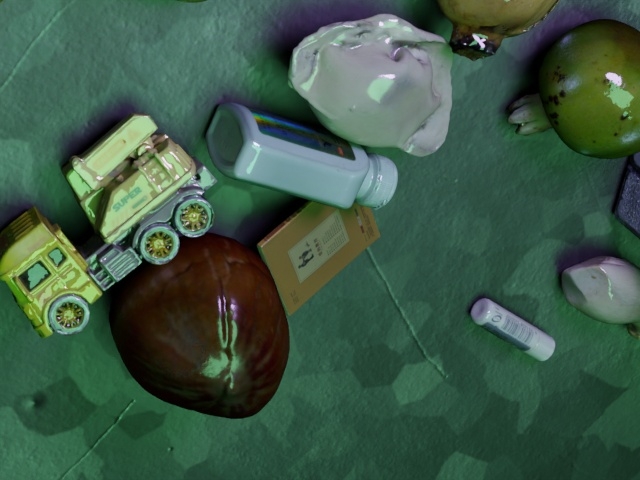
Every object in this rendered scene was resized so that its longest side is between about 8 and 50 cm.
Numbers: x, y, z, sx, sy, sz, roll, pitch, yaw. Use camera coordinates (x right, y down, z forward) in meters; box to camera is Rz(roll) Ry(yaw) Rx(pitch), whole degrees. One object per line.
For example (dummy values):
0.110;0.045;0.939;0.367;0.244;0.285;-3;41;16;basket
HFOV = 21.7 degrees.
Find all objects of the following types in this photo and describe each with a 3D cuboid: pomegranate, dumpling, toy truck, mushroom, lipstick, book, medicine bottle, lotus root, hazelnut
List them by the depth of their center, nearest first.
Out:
-0.258;-0.024;1.936;0.272;0.124;0.157;-39;110;-3;toy truck
0.226;-0.345;1.958;0.160;0.146;0.284;20;100;-11;lotus root
0.067;-0.190;1.978;0.250;0.132;0.162;24;101;-36;dumpling
-0.016;-0.094;2.002;0.229;0.121;0.083;16;109;-31;medicine bottle
-0.131;0.113;2.008;0.229;0.229;0.229;-11;121;-18;hazelnut
0.000;0.000;2.093;0.172;0.012;0.118;-40;129;-26;book
0.333;-0.179;2.096;0.210;0.180;0.180;-23;130;25;pomegranate
0.264;0.123;2.300;0.141;0.040;0.040;30;103;-34;lipstick
0.419;0.081;2.316;0.212;0.088;0.097;28;113;-40;mushroom

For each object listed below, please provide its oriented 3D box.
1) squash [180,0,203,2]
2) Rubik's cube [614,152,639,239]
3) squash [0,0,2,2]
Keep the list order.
-0.178;-0.315;1.830;0.188;0.095;0.095;11;112;-32;squash
0.634;-0.102;2.158;0.344;0.337;0.343;0;117;-25;Rubik's cube
-0.424;-0.262;1.761;0.201;0.066;0.066;-12;121;-17;squash
